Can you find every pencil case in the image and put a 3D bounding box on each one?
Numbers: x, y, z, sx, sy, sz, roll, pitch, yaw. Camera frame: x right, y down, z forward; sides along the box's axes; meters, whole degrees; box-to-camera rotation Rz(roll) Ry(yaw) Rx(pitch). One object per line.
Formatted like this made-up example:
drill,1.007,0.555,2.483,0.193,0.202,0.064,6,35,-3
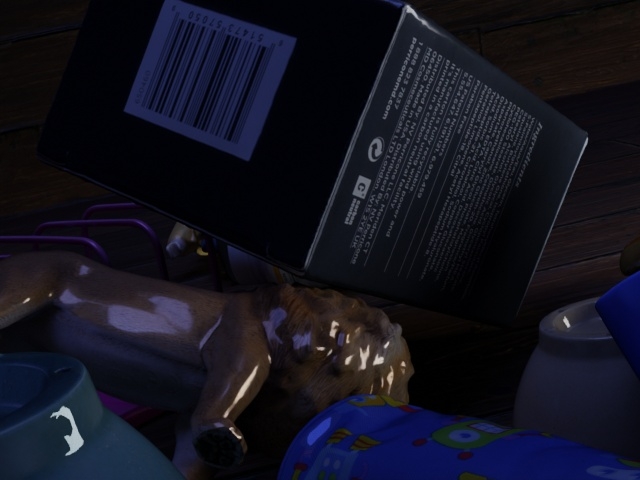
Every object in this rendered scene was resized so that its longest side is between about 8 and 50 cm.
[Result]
pencil case,0.112,0.148,0.587,0.133,0.119,0.306,-15,11,-39

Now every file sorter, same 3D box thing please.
file sorter,-0.252,0.083,1.146,0.202,0.182,0.290,-3,14,38

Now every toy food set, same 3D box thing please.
toy food set,0.344,-0.006,1.195,0.132,0.038,0.192,-48,-9,30

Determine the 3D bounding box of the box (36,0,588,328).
box,0.010,-0.086,1.071,0.293,0.212,0.395,23,4,33

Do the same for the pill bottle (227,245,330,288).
pill bottle,0.000,0.000,1.478,0.215,0.117,0.117,-8,11,15

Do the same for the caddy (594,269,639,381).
caddy,0.318,0.033,0.662,0.341,0.179,0.241,-21,-18,-40

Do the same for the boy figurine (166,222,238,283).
boy figurine,-0.140,-0.006,1.734,0.177,0.092,0.285,-16,11,-19

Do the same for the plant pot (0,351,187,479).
plant pot,-0.176,0.171,0.579,0.293,0.196,0.293,-12,11,2

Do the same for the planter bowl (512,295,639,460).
planter bowl,0.198,0.097,0.789,0.162,0.109,0.162,-11,10,2

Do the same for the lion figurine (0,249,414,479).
lion figurine,-0.130,0.073,0.838,0.392,0.142,0.240,22,31,3
